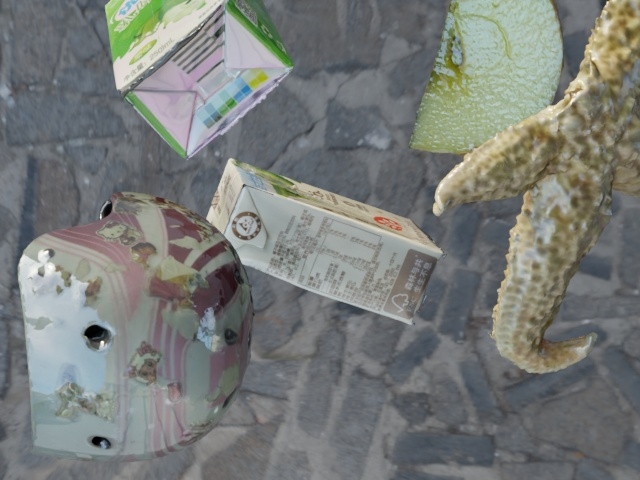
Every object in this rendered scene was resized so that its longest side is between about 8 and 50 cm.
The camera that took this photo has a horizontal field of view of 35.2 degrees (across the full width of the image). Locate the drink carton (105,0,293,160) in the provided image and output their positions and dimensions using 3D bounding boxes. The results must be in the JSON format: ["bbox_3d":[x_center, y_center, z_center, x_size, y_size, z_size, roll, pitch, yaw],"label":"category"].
[{"bbox_3d":[-0.137,-0.226,1.087,0.161,0.271,0.108,-38,125,11],"label":"drink carton"}]

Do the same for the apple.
[{"bbox_3d":[0.255,-0.289,1.598,0.179,0.346,0.254,-4,39,-24],"label":"apple"}]

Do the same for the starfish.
[{"bbox_3d":[0.289,-0.090,0.932,0.432,0.082,0.324,-47,129,-13],"label":"starfish"}]

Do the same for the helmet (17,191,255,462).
[{"bbox_3d":[-0.090,0.055,0.592,0.107,0.177,0.153,11,114,23],"label":"helmet"}]

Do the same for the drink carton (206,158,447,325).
[{"bbox_3d":[0.001,0.000,1.530,0.325,0.194,0.132,19,101,-15],"label":"drink carton"}]
